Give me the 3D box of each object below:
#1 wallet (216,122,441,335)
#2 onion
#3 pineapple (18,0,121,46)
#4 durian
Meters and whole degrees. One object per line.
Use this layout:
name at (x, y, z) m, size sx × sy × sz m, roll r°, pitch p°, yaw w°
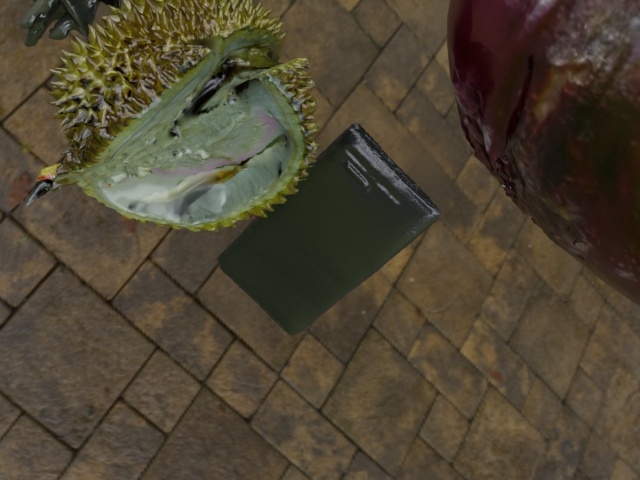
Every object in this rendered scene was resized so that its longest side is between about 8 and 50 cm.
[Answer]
wallet at (0.000, 0.000, 0.815) m, size 0.124 × 0.244 × 0.025 m, roll 45°, pitch 37°, yaw -4°
onion at (0.221, -0.127, 0.448) m, size 0.336 × 0.282 × 0.260 m, roll -38°, pitch 59°, yaw -13°
pineapple at (-0.121, -0.282, 0.658) m, size 0.340 × 0.169 × 0.169 m, roll -34°, pitch 99°, yaw -3°
durian at (-0.117, -0.105, 0.627) m, size 0.193 × 0.237 × 0.138 m, roll 60°, pitch 19°, yaw -51°
